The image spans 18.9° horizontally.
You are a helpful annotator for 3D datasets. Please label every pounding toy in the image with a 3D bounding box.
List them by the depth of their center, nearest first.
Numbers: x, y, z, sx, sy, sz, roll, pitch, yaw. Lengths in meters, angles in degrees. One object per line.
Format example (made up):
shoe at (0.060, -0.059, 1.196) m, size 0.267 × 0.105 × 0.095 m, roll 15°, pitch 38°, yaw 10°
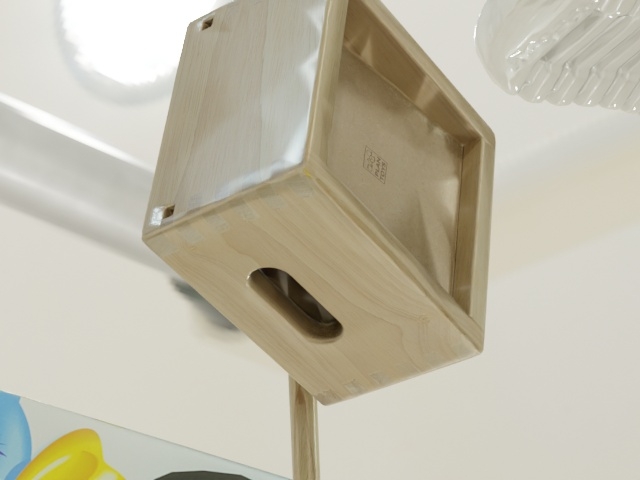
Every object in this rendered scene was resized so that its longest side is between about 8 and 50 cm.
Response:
pounding toy at (0.000, 0.000, 0.709) m, size 0.100 × 0.141 × 0.130 m, roll -21°, pitch -139°, yaw 30°

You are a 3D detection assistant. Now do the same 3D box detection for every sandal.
sandal at (0.257, -0.167, 1.400) m, size 0.169 × 0.416 × 0.102 m, roll -48°, pitch -122°, yaw 26°

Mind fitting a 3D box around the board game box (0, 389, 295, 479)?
board game box at (-0.097, 0.136, 0.523) m, size 0.144 × 0.275 × 0.142 m, roll 109°, pitch -2°, yaw -50°
